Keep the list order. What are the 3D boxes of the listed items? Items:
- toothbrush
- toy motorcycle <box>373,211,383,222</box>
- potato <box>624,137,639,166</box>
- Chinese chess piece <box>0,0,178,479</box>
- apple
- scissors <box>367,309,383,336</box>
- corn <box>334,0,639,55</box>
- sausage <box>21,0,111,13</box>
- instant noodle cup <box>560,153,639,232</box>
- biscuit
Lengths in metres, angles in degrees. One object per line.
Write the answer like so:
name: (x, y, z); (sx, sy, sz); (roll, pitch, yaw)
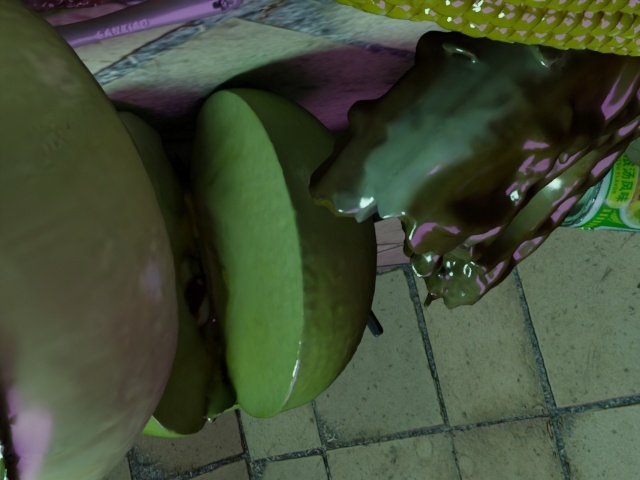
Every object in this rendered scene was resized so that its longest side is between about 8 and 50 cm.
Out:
toothbrush: (-0.171, -0.111, 0.539); (0.262, 0.026, 0.022); (-15, 141, 1)
toy motorcycle: (0.093, -0.074, 0.957); (0.274, 0.125, 0.187); (-21, 179, 36)
potato: (0.329, -0.128, 0.808); (0.165, 0.165, 0.262); (-14, -176, 9)
Chinese chess piece: (-0.190, 0.009, 0.437); (0.270, 0.270, 0.112); (-19, -171, 42)
apple: (-0.095, 0.019, 0.769); (0.291, 0.254, 0.292); (-12, 178, 0)
scissors: (0.000, 0.000, 0.941); (0.017, 0.220, 0.088); (-33, 167, 0)
corn: (0.117, -0.143, 0.434); (0.321, 0.119, 0.119); (-5, 170, -28)
sausage: (-0.092, -0.134, 0.455); (0.157, 0.042, 0.036); (-10, -149, -7)
instant noodle cup: (0.365, -0.087, 1.083); (0.232, 0.207, 0.207); (-3, 170, -21)
biscuit: (0.138, -0.075, 0.667); (0.268, 0.115, 0.366); (-45, 167, 2)
